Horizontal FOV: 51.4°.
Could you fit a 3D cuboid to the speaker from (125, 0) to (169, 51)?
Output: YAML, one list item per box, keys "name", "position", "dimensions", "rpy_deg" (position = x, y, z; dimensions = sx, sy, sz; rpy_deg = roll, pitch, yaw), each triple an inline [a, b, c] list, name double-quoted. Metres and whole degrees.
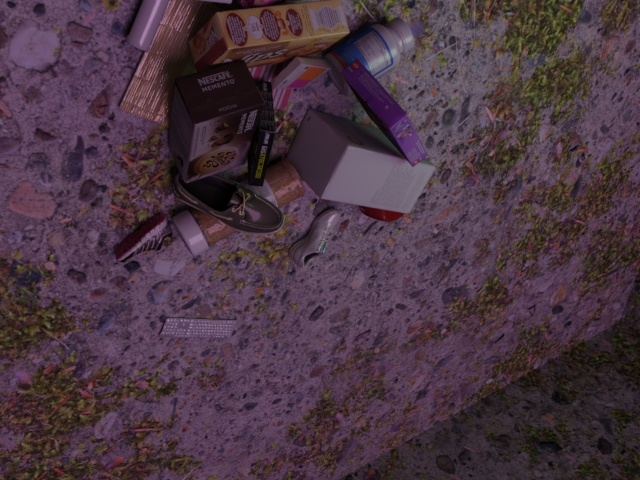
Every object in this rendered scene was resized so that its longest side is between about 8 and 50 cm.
- name: "speaker"
  position: [-0.365, -0.477, 1.418]
  dimensions: [0.055, 0.055, 0.136]
  rpy_deg: [11, 118, -42]

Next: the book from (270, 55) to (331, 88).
- name: "book"
  position: [-0.048, -0.410, 1.644]
  dimensions: [0.096, 0.035, 0.144]
  rpy_deg: [-37, 172, 30]

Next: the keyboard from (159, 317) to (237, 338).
- name: "keyboard"
  position: [-0.379, 0.275, 2.086]
  dimensions: [0.255, 0.014, 0.072]
  rpy_deg: [8, 120, -41]

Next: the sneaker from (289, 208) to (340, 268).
- name: "sneaker"
  position: [0.000, 0.000, 2.072]
  dimensions: [0.212, 0.094, 0.080]
  rpy_deg: [-49, 137, 9]

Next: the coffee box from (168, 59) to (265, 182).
- name: "coffee box"
  position: [-0.248, -0.267, 1.540]
  dimensions: [0.168, 0.119, 0.297]
  rpy_deg: [-21, 166, -22]

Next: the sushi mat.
- name: "sushi mat"
  position: [-0.333, -0.414, 1.525]
  dimensions: [0.151, 0.019, 0.317]
  rpy_deg: [14, 116, -42]

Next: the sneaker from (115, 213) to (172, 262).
- name: "sneaker"
  position: [-0.460, 0.008, 1.757]
  dimensions: [0.170, 0.063, 0.075]
  rpy_deg: [-41, 133, -7]

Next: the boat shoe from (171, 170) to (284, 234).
- name: "boat shoe"
  position: [-0.233, -0.098, 1.696]
  dimensions: [0.304, 0.091, 0.109]
  rpy_deg: [22, 79, -7]

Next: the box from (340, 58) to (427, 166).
- name: "box"
  position: [0.168, -0.315, 1.688]
  dimensions: [0.057, 0.201, 0.293]
  rpy_deg: [-39, 160, 7]

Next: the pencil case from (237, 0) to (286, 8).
- name: "pencil case"
  position: [-0.017, -0.620, 1.484]
  dimensions: [0.385, 0.167, 0.160]
  rpy_deg: [-18, 168, -23]

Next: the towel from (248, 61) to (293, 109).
- name: "towel"
  position: [-0.147, -0.405, 1.667]
  dimensions: [0.197, 0.029, 0.144]
  rpy_deg: [1, 127, -37]

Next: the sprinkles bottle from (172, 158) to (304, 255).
- name: "sprinkles bottle"
  position: [-0.219, -0.093, 1.807]
  dimensions: [0.355, 0.121, 0.121]
  rpy_deg: [-30, 137, -12]

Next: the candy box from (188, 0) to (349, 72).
- name: "candy box"
  position: [-0.116, -0.459, 1.503]
  dimensions: [0.316, 0.183, 0.088]
  rpy_deg: [-17, 93, -30]

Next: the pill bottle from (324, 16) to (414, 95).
- name: "pill bottle"
  position: [0.129, -0.483, 1.732]
  dimensions: [0.221, 0.124, 0.124]
  rpy_deg: [-34, 138, -9]

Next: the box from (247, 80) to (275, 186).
- name: "box"
  position: [-0.149, -0.262, 1.639]
  dimensions: [0.045, 0.191, 0.184]
  rpy_deg: [6, 138, -15]

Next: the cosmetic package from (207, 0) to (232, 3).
- name: "cosmetic package"
  position: [-0.280, -0.607, 1.310]
  dimensions: [0.224, 0.138, 0.224]
  rpy_deg: [-6, 128, -31]

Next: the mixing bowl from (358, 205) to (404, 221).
- name: "mixing bowl"
  position: [0.222, -0.128, 2.125]
  dimensions: [0.181, 0.098, 0.182]
  rpy_deg: [-21, 135, -23]

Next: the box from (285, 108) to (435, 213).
- name: "box"
  position: [0.114, -0.218, 1.878]
  dimensions: [0.345, 0.215, 0.168]
  rpy_deg: [7, 120, -40]
